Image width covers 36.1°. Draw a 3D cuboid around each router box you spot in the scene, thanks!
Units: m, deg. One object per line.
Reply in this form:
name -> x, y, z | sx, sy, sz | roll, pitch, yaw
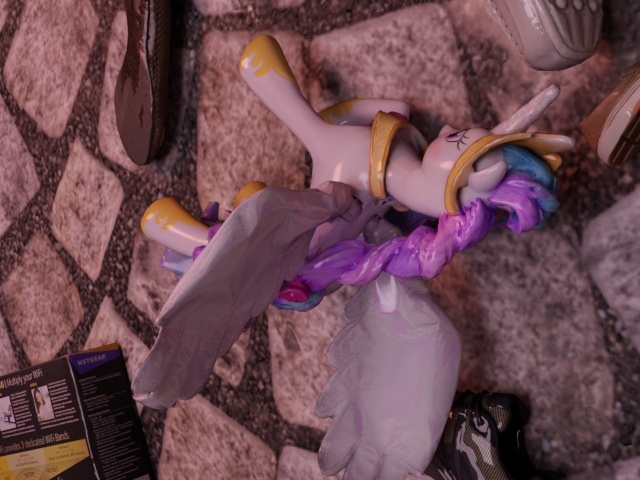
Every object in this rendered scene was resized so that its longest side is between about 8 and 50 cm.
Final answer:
router box -> -0.355, 0.285, 1.303 | 0.309, 0.081, 0.243 | -19, 85, 42

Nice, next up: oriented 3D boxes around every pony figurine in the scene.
pony figurine -> 0.000, 0.000, 0.808 | 0.363, 0.303, 0.351 | 25, 81, 50

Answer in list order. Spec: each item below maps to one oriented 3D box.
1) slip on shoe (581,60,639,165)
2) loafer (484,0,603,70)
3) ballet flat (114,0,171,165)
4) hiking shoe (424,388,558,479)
slip on shoe -> 0.243, -0.118, 0.730 | 0.041, 0.051, 0.135 | 56, 135, 34
loafer -> 0.123, -0.266, 0.774 | 0.111, 0.112, 0.319 | -35, 66, 45
ballet flat -> -0.189, -0.206, 1.097 | 0.084, 0.058, 0.250 | 20, 115, 41
hiking shoe -> 0.125, 0.161, 0.871 | 0.227, 0.086, 0.114 | 48, 109, 21
